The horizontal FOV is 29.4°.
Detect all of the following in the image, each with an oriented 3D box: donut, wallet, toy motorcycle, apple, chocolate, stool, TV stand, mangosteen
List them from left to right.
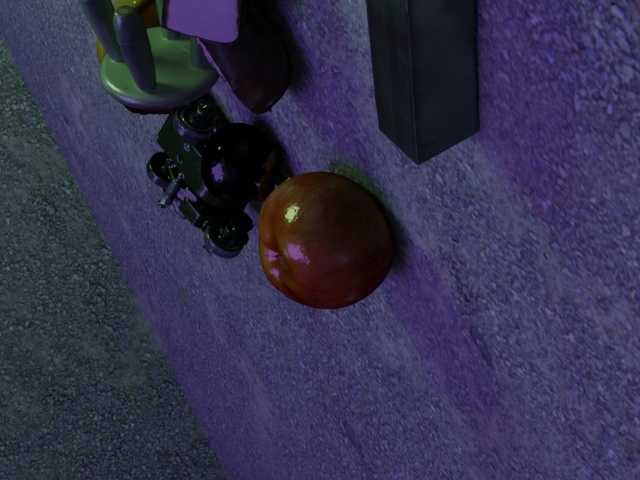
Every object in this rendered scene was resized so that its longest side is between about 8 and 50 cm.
[{"bbox_3d":[-0.317,-0.321,2.110,0.101,0.152,0.259,50,158,34],"label":"donut"},{"bbox_3d":[-0.254,-0.332,1.880,0.195,0.195,0.198,48,153,35],"label":"stool"},{"bbox_3d":[-0.194,-0.117,2.144,0.275,0.127,0.205,48,131,12],"label":"toy motorcycle"},{"bbox_3d":[-0.140,-0.377,1.559,0.137,0.031,0.255,17,118,19],"label":"wallet"},{"bbox_3d":[-0.122,-0.301,1.703,0.261,0.083,0.161,54,-163,-8],"label":"chocolate"},{"bbox_3d":[-0.118,-0.118,1.965,0.151,0.137,0.137,20,151,8],"label":"mangosteen"},{"bbox_3d":[0.000,0.000,1.744,0.209,0.164,0.209,48,155,31],"label":"apple"},{"bbox_3d":[0.106,-0.214,1.274,0.083,0.088,0.269,47,157,37],"label":"TV stand"}]
